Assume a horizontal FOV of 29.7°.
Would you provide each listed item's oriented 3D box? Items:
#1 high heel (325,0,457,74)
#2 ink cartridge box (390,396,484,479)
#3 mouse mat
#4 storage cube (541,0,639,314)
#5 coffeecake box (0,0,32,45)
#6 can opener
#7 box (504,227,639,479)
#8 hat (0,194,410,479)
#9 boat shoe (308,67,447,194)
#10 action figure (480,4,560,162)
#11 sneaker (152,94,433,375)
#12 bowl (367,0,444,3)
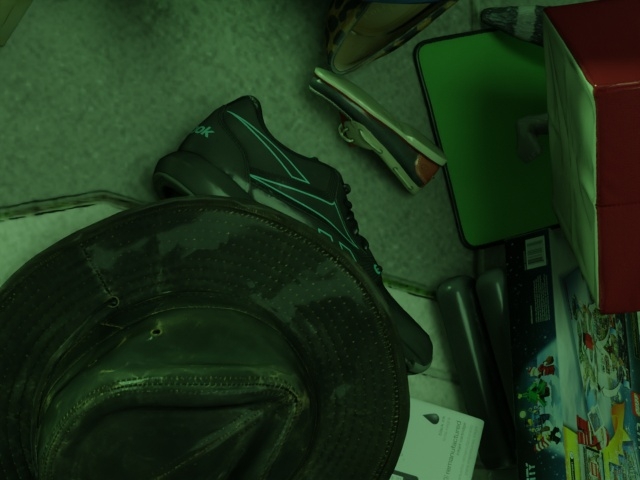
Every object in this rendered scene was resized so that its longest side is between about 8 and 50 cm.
[{"bbox_3d":[0.108,-0.213,0.921,0.093,0.261,0.186,39,68,-23],"label":"high heel"},{"bbox_3d":[0.041,0.173,0.954,0.150,0.063,0.109,20,77,-22],"label":"ink cartridge box"},{"bbox_3d":[0.167,-0.096,1.074,0.153,0.007,0.189,-14,91,-26],"label":"mouse mat"},{"bbox_3d":[0.280,-0.076,0.898,0.193,0.215,0.183,-7,118,3],"label":"storage cube"},{"bbox_3d":[-0.245,-0.238,0.821,0.068,0.142,0.185,-5,86,-24],"label":"coffeecake box"},{"bbox_3d":[0.177,0.160,1.029,0.095,0.076,0.283,-16,91,-58],"label":"can opener"},{"bbox_3d":[0.213,0.125,0.986,0.159,0.044,0.233,27,55,-46],"label":"box"},{"bbox_3d":[-0.092,0.126,0.809,0.331,0.134,0.331,0,94,-7],"label":"hat"},{"bbox_3d":[0.042,-0.090,0.995,0.137,0.049,0.043,35,110,-18],"label":"boat shoe"},{"bbox_3d":[0.325,-0.224,1.052,0.330,0.178,0.341,-5,105,-25],"label":"action figure"},{"bbox_3d":[0.000,0.000,0.935,0.267,0.101,0.106,43,67,-15],"label":"sneaker"},{"bbox_3d":[0.059,-0.367,0.857,0.077,0.391,0.391,-8,87,-60],"label":"bowl"}]
